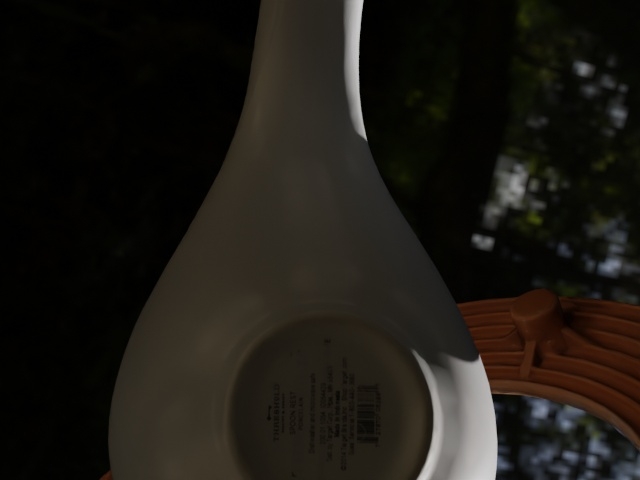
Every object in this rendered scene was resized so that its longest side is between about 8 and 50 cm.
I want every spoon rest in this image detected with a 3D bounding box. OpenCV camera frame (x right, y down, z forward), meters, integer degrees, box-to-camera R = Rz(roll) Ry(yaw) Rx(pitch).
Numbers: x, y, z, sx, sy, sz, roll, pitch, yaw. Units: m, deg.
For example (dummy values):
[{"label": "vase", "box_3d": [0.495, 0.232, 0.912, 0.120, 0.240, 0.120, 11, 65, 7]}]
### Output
[{"label": "spoon rest", "box_3d": [0.000, 0.000, 0.693, 0.084, 0.137, 0.276, 152, -57, -77]}]

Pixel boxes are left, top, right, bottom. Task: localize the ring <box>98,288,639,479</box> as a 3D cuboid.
[{"label": "ring", "box_3d": [0.016, 0.115, 0.730, 0.336, 0.336, 0.032, 43, -21, 60]}]
